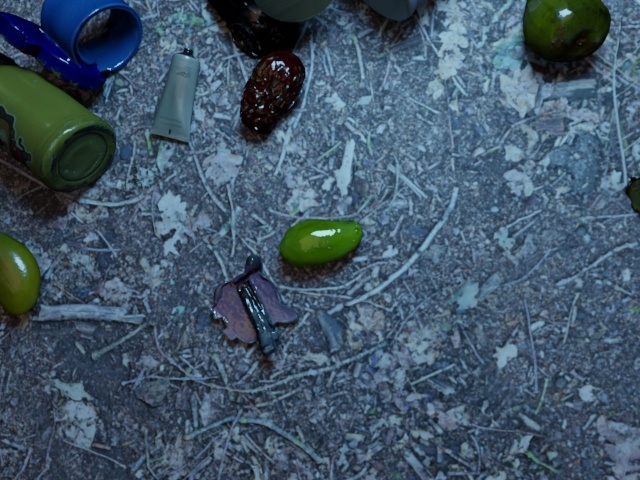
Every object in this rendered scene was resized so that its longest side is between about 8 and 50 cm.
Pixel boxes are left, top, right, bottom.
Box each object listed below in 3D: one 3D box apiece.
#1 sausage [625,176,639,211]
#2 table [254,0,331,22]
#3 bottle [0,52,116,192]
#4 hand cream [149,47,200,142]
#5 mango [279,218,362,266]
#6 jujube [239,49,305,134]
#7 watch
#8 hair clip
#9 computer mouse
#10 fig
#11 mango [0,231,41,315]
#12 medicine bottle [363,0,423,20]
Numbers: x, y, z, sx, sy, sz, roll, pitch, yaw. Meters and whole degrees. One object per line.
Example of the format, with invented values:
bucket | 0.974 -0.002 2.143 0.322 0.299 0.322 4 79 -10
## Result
sausage | 0.679 -0.127 0.837 0.264 0.083 0.083 -24 84 5
table | -0.070 -0.542 0.889 0.167 0.167 0.226 -22 57 6
bottle | -0.604 -0.258 0.980 0.351 0.171 0.171 35 92 11
hand cream | -0.292 -0.302 0.996 0.087 0.054 0.186 15 95 4
mango | 0.000 0.000 0.924 0.165 0.074 0.091 -17 83 7
jujube | -0.101 -0.293 0.941 0.104 0.104 0.165 38 93 8
watch | -0.471 -0.417 0.957 0.171 0.196 0.200 44 101 -2
hair clip | -0.134 0.141 0.953 0.146 0.056 0.187 -34 74 6
computer mouse | -0.137 -0.470 0.968 0.146 0.077 0.241 -44 82 2
fig | 0.429 -0.398 0.883 0.133 0.184 0.126 -15 123 2
mango | -0.660 0.060 1.014 0.191 0.085 0.122 41 83 -1
medicine bottle | 0.191 -0.583 0.863 0.202 0.202 0.316 43 93 8
